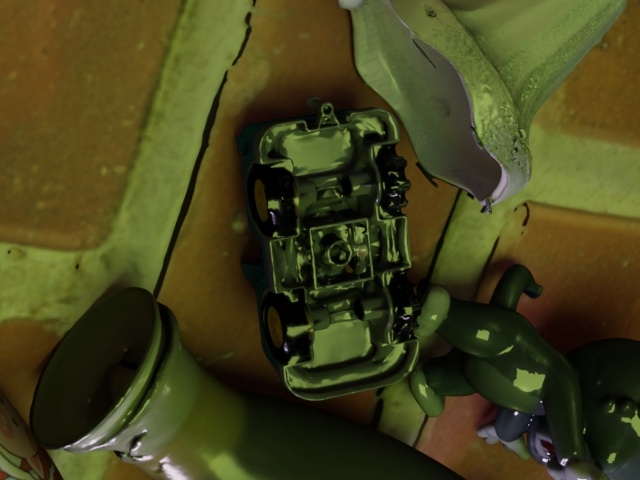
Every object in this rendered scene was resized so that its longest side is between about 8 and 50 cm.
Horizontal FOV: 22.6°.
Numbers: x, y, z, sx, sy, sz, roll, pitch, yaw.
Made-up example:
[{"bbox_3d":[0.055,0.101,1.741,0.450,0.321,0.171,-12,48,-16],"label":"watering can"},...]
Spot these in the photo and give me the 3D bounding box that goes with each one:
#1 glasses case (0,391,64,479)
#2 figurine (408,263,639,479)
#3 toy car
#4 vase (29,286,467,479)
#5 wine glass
[{"bbox_3d":[-0.227,0.116,0.994,0.067,0.103,0.267,-33,128,-2],"label":"glasses case"},{"bbox_3d":[0.169,0.106,1.167,0.265,0.193,0.140,43,69,-9],"label":"figurine"},{"bbox_3d":[0.000,0.000,1.046,0.097,0.100,0.191,-10,102,-20],"label":"toy car"},{"bbox_3d":[-0.037,0.165,1.081,0.173,0.173,0.321,-46,122,5],"label":"vase"},{"bbox_3d":[0.130,-0.137,0.994,0.196,0.165,0.165,-37,127,-11],"label":"wine glass"}]
